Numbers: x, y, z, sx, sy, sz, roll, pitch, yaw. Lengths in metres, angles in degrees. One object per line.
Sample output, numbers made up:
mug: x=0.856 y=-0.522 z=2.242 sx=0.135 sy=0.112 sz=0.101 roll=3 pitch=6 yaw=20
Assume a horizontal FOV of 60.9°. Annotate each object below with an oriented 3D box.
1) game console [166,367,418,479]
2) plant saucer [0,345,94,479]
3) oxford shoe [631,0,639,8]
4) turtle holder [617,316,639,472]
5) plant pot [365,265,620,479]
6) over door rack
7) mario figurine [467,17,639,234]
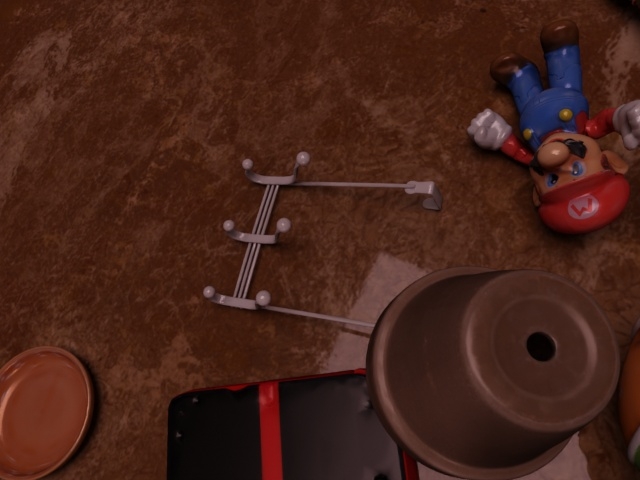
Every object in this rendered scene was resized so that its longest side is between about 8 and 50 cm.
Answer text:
game console: x=-0.039 y=0.371 z=0.696 sx=0.342 sy=0.060 sz=0.386 roll=-11 pitch=66 yaw=14
plant saucer: x=-0.436 y=0.266 z=0.844 sx=0.200 sy=0.037 sz=0.200 roll=-5 pitch=67 yaw=13
oxford shoe: x=0.525 y=-0.391 z=0.833 sx=0.147 sy=0.140 sz=0.396 roll=-14 pitch=67 yaw=43
turtle holder: x=0.464 y=0.154 z=0.540 sx=0.320 sy=0.243 sz=0.227 roll=-35 pitch=37 yaw=26
plant pot: x=0.192 y=0.130 z=0.598 sx=0.263 sy=0.229 sz=0.263 roll=1 pitch=70 yaw=-2
over door rack: x=0.000 y=0.000 z=0.800 sx=0.324 sy=0.108 sz=0.239 roll=9 pitch=72 yaw=17
mario figurine: x=0.317 y=-0.159 z=0.738 sx=0.170 sy=0.198 sz=0.320 roll=0 pitch=62 yaw=-9
